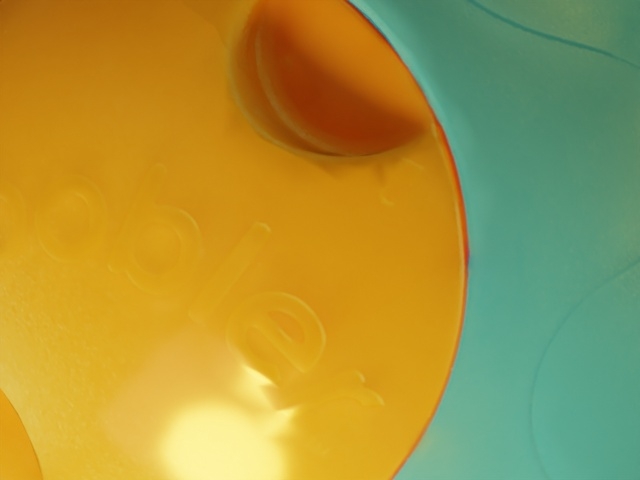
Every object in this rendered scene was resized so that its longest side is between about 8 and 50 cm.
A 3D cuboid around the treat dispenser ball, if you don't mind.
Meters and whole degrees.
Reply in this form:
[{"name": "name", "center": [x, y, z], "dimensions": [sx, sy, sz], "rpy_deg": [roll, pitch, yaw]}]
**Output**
[{"name": "treat dispenser ball", "center": [0.000, 0.000, 0.628], "dimensions": [0.288, 0.288, 0.288], "rpy_deg": [21, 144, 16]}]
